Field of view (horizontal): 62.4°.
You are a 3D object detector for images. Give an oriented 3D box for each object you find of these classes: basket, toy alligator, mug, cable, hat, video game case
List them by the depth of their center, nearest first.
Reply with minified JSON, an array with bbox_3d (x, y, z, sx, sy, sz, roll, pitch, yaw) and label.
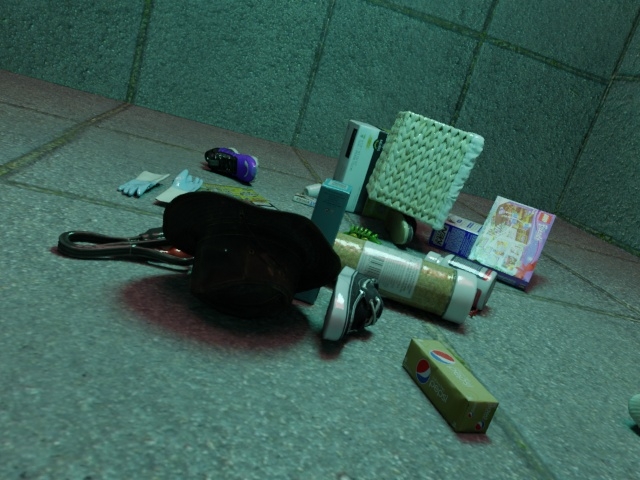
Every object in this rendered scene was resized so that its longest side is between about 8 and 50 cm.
[{"bbox_3d":[-0.136,0.058,0.930,0.331,0.331,0.134,16,60,-2],"label":"hat"},{"bbox_3d":[-0.360,0.023,1.056,0.287,0.072,0.139,-12,48,-37],"label":"cable"},{"bbox_3d":[-0.277,-0.116,1.594,0.275,0.035,0.248,4,21,-36],"label":"video game case"},{"bbox_3d":[0.149,-0.006,1.622,0.190,0.051,0.056,20,17,10],"label":"toy alligator"},{"bbox_3d":[0.339,-0.253,1.796,0.266,0.331,0.328,24,13,-3],"label":"basket"},{"bbox_3d":[-0.035,-0.183,2.049,0.064,0.078,0.062,-9,61,-39],"label":"mug"}]

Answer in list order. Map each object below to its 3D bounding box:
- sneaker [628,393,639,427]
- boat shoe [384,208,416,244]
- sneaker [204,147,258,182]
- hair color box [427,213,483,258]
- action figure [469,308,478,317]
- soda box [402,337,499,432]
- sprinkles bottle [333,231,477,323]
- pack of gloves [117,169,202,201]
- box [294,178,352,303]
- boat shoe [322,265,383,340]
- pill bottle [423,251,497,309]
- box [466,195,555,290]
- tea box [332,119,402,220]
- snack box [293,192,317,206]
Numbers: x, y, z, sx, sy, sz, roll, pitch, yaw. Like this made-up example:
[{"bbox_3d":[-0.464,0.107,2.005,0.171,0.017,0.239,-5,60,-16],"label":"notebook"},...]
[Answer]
[{"bbox_3d":[0.640,0.345,0.893,0.086,0.085,0.237,17,17,-28],"label":"sneaker"},{"bbox_3d":[0.287,-0.048,1.821,0.092,0.102,0.285,10,11,-6],"label":"boat shoe"},{"bbox_3d":[-0.349,-0.286,1.996,0.146,0.102,0.293,-1,19,-37],"label":"sneaker"},{"bbox_3d":[0.575,0.013,1.895,0.339,0.110,0.185,24,19,19],"label":"hair color box"},{"bbox_3d":[0.336,0.154,1.323,0.115,0.030,0.038,25,23,32],"label":"action figure"},{"bbox_3d":[0.207,0.233,0.869,0.061,0.058,0.181,10,17,-23],"label":"soda box"},{"bbox_3d":[0.174,0.081,1.227,0.355,0.121,0.121,18,16,5],"label":"sprinkles bottle"},{"bbox_3d":[-0.450,-0.172,1.508,0.195,0.046,0.232,9,22,0],"label":"pack of gloves"},{"bbox_3d":[0.000,0.000,1.098,0.060,0.244,0.100,18,16,3],"label":"box"},{"bbox_3d":[0.071,0.125,1.028,0.102,0.108,0.301,17,9,6],"label":"boat shoe"},{"bbox_3d":[0.357,0.098,1.382,0.180,0.108,0.108,24,18,24],"label":"pill bottle"},{"bbox_3d":[0.628,0.002,1.746,0.201,0.057,0.293,23,61,21],"label":"box"},{"bbox_3d":[0.234,-0.267,2.081,0.324,0.329,0.220,15,16,-12],"label":"tea box"},{"bbox_3d":[-0.009,-0.135,1.947,0.178,0.022,0.064,17,15,3],"label":"snack box"}]
